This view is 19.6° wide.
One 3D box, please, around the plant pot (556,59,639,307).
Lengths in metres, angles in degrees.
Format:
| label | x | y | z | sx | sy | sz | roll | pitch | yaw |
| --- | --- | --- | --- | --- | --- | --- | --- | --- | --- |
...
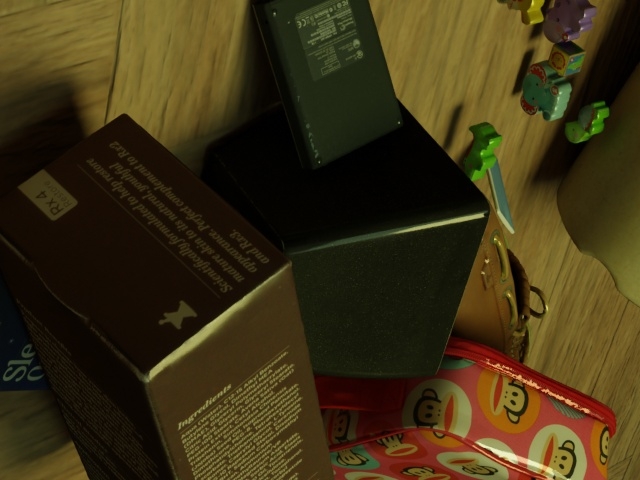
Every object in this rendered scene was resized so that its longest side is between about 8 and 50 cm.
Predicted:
| label | x | y | z | sx | sy | sz | roll | pitch | yaw |
| --- | --- | --- | --- | --- | --- | --- | --- | --- | --- |
| plant pot | 0.405 | -0.087 | 1.790 | 0.334 | 0.334 | 0.305 | -3 | 139 | -50 |

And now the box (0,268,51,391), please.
| label | x | y | z | sx | sy | sz | roll | pitch | yaw |
| --- | --- | --- | --- | --- | --- | --- | --- | --- | --- |
| box | -0.219 | 0.053 | 1.406 | 0.225 | 0.036 | 0.136 | 4 | 122 | -51 |

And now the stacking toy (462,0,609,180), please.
| label | x | y | z | sx | sy | sz | roll | pitch | yaw |
| --- | --- | --- | --- | --- | --- | --- | --- | --- | --- |
| stacking toy | 0.210 | -0.166 | 1.672 | 0.167 | 0.052 | 0.221 | -17 | 135 | -38 |

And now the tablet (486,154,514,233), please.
| label | x | y | z | sx | sy | sz | roll | pitch | yaw |
| --- | --- | --- | --- | --- | --- | --- | --- | --- | --- |
| tablet | 0.164 | -0.052 | 1.725 | 0.006 | 0.083 | 0.054 | -18 | 152 | 15 |

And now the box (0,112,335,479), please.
| label | x | y | z | sx | sy | sz | roll | pitch | yaw |
| --- | --- | --- | --- | --- | --- | --- | --- | --- | --- |
| box | -0.108 | 0.105 | 1.384 | 0.143 | 0.191 | 0.381 | -38 | 150 | -18 |

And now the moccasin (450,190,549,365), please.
| label | x | y | z | sx | sy | sz | roll | pitch | yaw |
| --- | --- | --- | --- | --- | --- | --- | --- | --- | --- |
| moccasin | 0.142 | 0.051 | 1.747 | 0.147 | 0.139 | 0.380 | -43 | 151 | -6 |

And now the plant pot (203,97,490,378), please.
| label | x | y | z | sx | sy | sz | roll | pitch | yaw |
| --- | --- | --- | --- | --- | --- | --- | --- | --- | --- |
| plant pot | 0.000 | 0.000 | 1.490 | 0.167 | 0.187 | 0.188 | -10 | 134 | -31 |

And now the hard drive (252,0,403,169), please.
| label | x | y | z | sx | sy | sz | roll | pitch | yaw |
| --- | --- | --- | --- | --- | --- | --- | --- | --- | --- |
| hard drive | 0.008 | -0.134 | 1.423 | 0.094 | 0.022 | 0.135 | -28 | 111 | -30 |

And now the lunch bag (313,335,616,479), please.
| label | x | y | z | sx | sy | sz | roll | pitch | yaw |
| --- | --- | --- | --- | --- | --- | --- | --- | --- | --- |
| lunch bag | 0.092 | 0.178 | 1.680 | 0.258 | 0.293 | 0.120 | 25 | 65 | -28 |
